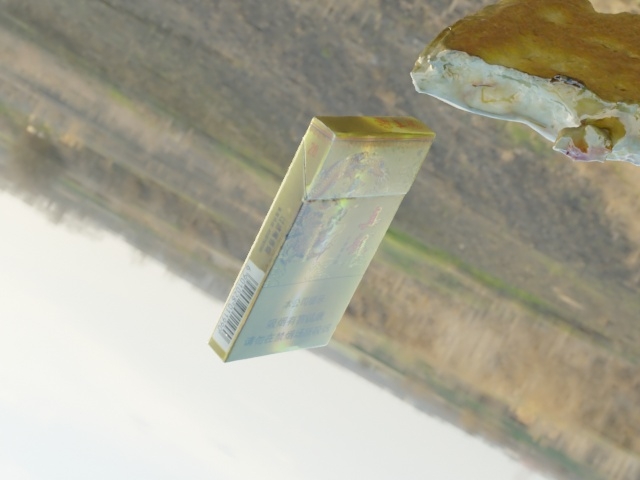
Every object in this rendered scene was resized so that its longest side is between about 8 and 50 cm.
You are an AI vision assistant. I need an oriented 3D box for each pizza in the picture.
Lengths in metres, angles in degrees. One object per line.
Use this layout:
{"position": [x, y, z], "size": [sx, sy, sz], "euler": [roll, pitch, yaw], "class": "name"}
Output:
{"position": [0.228, -0.104, 0.892], "size": [0.297, 0.189, 0.071], "euler": [21, 128, 22], "class": "pizza"}

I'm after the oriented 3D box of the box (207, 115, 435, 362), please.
{"position": [0.000, 0.000, 0.685], "size": [0.089, 0.156, 0.022], "euler": [-5, -139, -49], "class": "box"}
